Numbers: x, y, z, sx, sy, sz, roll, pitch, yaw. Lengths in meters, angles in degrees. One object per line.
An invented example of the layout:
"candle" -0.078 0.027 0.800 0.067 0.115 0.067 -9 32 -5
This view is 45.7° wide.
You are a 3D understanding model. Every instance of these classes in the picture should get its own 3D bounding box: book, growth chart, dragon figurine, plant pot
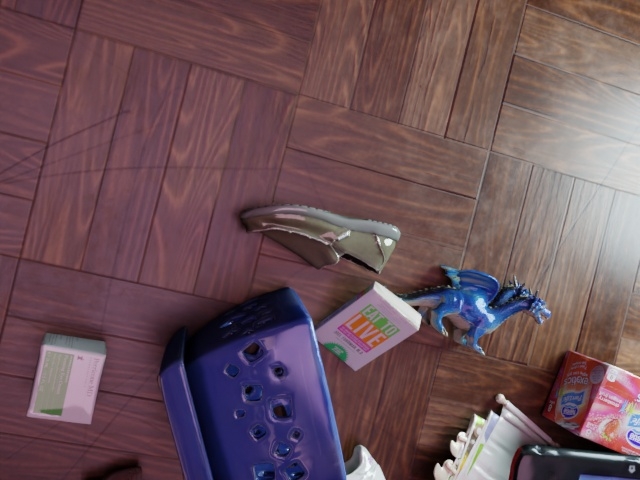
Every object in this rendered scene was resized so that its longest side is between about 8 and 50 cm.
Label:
"book" 0.068 0.131 1.158 0.096 0.035 0.144 40 125 -13
"growth chart" 0.281 0.369 1.239 0.172 0.021 0.237 46 64 -5
"dragon figurine" 0.227 0.087 1.209 0.289 0.085 0.144 27 87 -16
"plant pot" -0.102 0.217 1.063 0.212 0.236 0.235 -15 98 -6

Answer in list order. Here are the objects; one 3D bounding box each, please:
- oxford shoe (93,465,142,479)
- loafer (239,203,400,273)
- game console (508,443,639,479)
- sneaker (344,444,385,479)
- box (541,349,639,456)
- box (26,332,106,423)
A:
"oxford shoe" -0.254 0.462 1.106 0.098 0.097 0.271 -22 99 -18
"loafer" 0.000 0.000 1.137 0.251 0.094 0.087 10 87 -16
"game console" 0.464 0.509 1.206 0.387 0.060 0.341 8 95 -10
"sneaker" -0.036 0.419 1.163 0.305 0.114 0.152 -21 91 -20
"box" 0.526 0.297 1.286 0.257 0.122 0.128 24 87 -15
"box" -0.351 0.190 1.054 0.087 0.102 0.101 12 90 -17
